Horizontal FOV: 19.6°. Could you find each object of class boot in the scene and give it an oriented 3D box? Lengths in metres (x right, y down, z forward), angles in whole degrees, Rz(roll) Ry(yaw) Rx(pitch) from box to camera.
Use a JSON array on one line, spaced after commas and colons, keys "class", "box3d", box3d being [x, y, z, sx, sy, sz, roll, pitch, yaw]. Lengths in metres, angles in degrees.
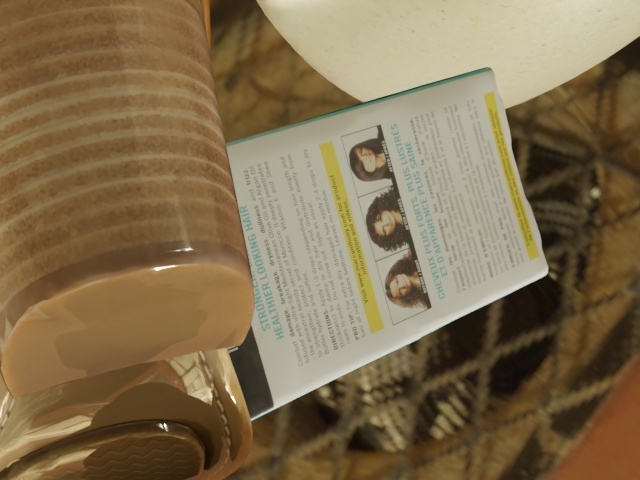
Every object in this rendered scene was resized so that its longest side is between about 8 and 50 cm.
[{"class": "boot", "box3d": [-0.095, -0.038, 0.535, 0.109, 0.283, 0.220, -11, -112, -13]}]

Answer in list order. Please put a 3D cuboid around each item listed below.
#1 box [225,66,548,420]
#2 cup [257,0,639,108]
[{"class": "box", "box3d": [0.000, 0.000, 0.762, 0.060, 0.244, 0.101, -13, -86, 38]}, {"class": "cup", "box3d": [0.131, -0.247, 1.053, 0.237, 0.331, 0.331, -8, -113, 52]}]
